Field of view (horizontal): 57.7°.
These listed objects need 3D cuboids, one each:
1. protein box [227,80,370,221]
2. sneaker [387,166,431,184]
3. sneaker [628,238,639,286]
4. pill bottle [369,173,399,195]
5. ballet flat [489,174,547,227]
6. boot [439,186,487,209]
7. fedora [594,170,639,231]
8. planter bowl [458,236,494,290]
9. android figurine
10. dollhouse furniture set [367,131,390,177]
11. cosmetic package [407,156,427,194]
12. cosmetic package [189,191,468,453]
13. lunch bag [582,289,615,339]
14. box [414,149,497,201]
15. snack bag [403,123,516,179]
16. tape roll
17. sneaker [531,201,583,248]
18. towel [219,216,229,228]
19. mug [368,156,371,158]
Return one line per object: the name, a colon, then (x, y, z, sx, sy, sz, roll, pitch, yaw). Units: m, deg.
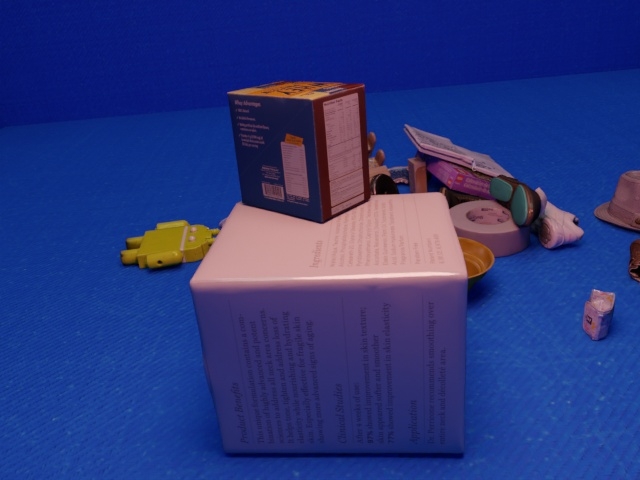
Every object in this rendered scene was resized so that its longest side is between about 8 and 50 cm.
protein box: (-0.035, -0.162, 1.007, 0.200, 0.201, 0.136, 15, 30, 39)
sneaker: (0.287, -0.230, 1.999, 0.190, 0.071, 0.083, 1, 21, 13)
sneaker: (0.733, 0.049, 1.324, 0.071, 0.066, 0.188, -3, 25, 7)
pill bottle: (0.105, -0.106, 1.651, 0.219, 0.123, 0.123, -14, 15, 41)
ballet flat: (0.528, -0.111, 1.509, 0.096, 0.095, 0.280, 6, 25, -5)
boot: (0.415, -0.110, 1.678, 0.137, 0.077, 0.198, 10, 14, 19)
fedora: (0.897, -0.116, 1.570, 0.243, 0.124, 0.275, -17, 28, -25)
planter bowl: (0.284, 0.075, 1.331, 0.217, 0.090, 0.217, -4, 25, 2)
android figurine: (-0.421, 0.010, 1.652, 0.272, 0.056, 0.248, -8, 25, -2)
dollhouse furniture set: (0.106, -0.238, 1.809, 0.212, 0.161, 0.242, -14, 64, -17)
cosmetic package: (0.316, -0.207, 1.885, 0.041, 0.115, 0.060, -13, 28, -9)
cosmetic package: (0.032, 0.128, 0.993, 0.393, 0.329, 0.327, -2, 25, 6)
lunch bag: (0.550, 0.147, 1.150, 0.053, 0.071, 0.083, 9, 30, 25)
box: (0.446, -0.216, 1.847, 0.201, 0.057, 0.293, 12, 22, -20)
snack bag: (0.451, -0.288, 1.899, 0.342, 0.037, 0.323, 18, 20, -7)
tape roll: (0.446, -0.035, 1.551, 0.219, 0.072, 0.219, -5, 25, 2)
sneaker: (0.624, -0.052, 1.555, 0.115, 0.090, 0.232, 0, 34, -4)
towel: (-0.149, -0.044, 1.734, 0.209, 0.034, 0.285, -24, 32, -33)
mug: (0.087, -0.249, 2.021, 0.150, 0.113, 0.169, -19, 21, -20)
